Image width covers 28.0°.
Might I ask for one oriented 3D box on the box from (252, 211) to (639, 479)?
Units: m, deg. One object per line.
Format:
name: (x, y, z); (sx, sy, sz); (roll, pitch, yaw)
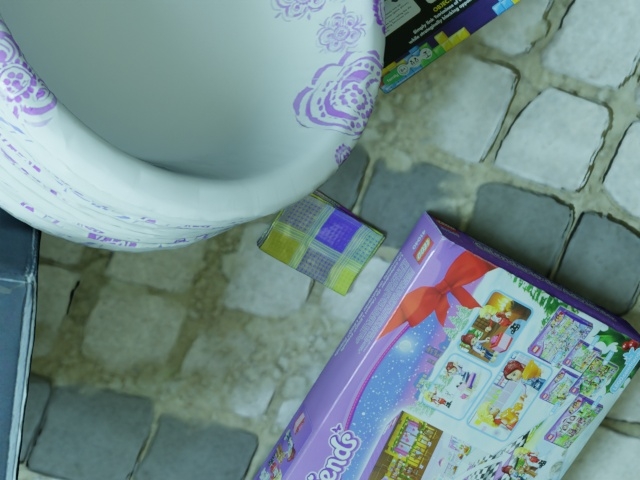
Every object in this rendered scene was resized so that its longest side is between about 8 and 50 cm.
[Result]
box: (0.091, 0.149, 0.997); (0.201, 0.057, 0.293); (28, 104, -19)

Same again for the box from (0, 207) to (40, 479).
box: (-0.367, 0.042, 0.745); (0.395, 0.293, 0.212); (7, 109, -12)

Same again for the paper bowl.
paper bowl: (-0.111, -0.134, 0.723); (0.284, 0.148, 0.284); (12, 70, -36)

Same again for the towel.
towel: (0.000, 0.000, 0.950); (0.083, 0.009, 0.060); (32, 101, -19)

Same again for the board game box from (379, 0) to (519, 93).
board game box: (0.065, -0.198, 0.838); (0.170, 0.048, 0.141); (-33, 113, 25)
